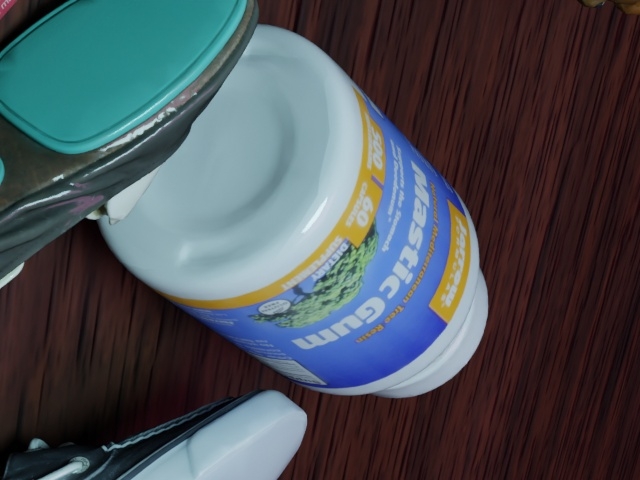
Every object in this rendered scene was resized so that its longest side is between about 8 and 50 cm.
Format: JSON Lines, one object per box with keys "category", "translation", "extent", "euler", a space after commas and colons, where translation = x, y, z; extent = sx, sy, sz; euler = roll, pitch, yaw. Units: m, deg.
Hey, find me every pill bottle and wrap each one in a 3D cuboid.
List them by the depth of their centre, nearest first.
{"category": "pill bottle", "translation": [0.000, 0.000, 1.100], "extent": [0.152, 0.152, 0.272], "euler": [-59, 148, -5]}

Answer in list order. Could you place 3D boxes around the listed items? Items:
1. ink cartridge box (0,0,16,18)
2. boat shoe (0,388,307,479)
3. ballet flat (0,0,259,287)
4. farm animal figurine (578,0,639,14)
{"category": "ink cartridge box", "translation": [-0.194, -0.144, 0.698], "extent": [0.127, 0.128, 0.176], "euler": [-52, 157, -16]}
{"category": "boat shoe", "translation": [-0.142, 0.154, 1.052], "extent": [0.301, 0.102, 0.108], "euler": [-34, 154, -26]}
{"category": "ballet flat", "translation": [-0.144, -0.032, 0.932], "extent": [0.280, 0.095, 0.096], "euler": [-37, 152, -19]}
{"category": "farm animal figurine", "translation": [0.202, -0.272, 1.003], "extent": [0.172, 0.330, 0.326], "euler": [15, 69, -25]}
